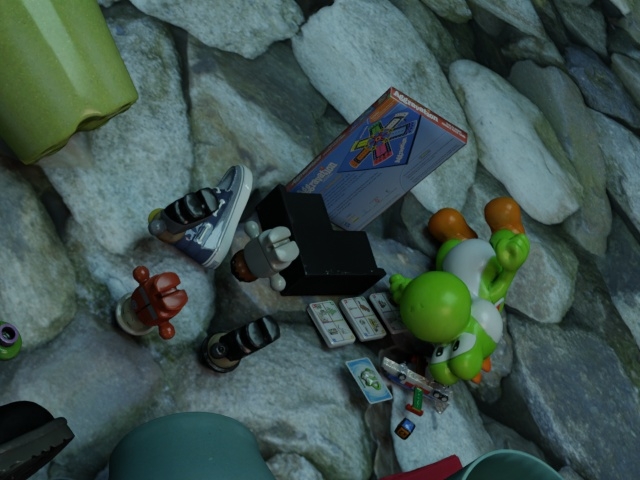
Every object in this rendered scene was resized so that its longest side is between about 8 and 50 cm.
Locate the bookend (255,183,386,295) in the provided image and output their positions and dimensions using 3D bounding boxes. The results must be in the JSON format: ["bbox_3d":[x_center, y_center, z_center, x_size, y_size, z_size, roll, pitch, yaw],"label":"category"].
[{"bbox_3d":[0.000,0.000,1.833,0.156,0.072,0.157,0,62,-37],"label":"bookend"}]

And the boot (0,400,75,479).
[{"bbox_3d":[-0.418,0.143,1.103,0.348,0.131,0.260,-14,71,-46],"label":"boot"}]

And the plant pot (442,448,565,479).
[{"bbox_3d":[0.191,0.442,1.513,0.293,0.235,0.293,26,48,-32],"label":"plant pot"}]

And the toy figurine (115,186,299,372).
[{"bbox_3d":[-0.151,0.054,1.597,0.213,0.148,0.209,24,61,-22],"label":"toy figurine"}]

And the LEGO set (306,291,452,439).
[{"bbox_3d":[0.096,0.194,1.815,0.182,0.060,0.244,-6,54,-43],"label":"LEGO set"}]

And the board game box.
[{"bbox_3d":[0.080,-0.116,1.831,0.145,0.281,0.027,28,46,-23],"label":"board game box"}]

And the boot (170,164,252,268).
[{"bbox_3d":[-0.161,-0.054,1.740,0.086,0.069,0.190,33,47,-22],"label":"boot"}]

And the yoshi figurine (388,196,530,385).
[{"bbox_3d":[0.219,0.058,1.888,0.203,0.203,0.362,21,42,-1],"label":"yoshi figurine"}]

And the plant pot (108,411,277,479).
[{"bbox_3d":[-0.142,0.347,1.353,0.272,0.271,0.255,19,35,-30],"label":"plant pot"}]

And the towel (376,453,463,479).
[{"bbox_3d":[0.187,0.452,1.708,0.199,0.031,0.275,-9,69,-45],"label":"towel"}]

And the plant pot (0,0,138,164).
[{"bbox_3d":[-0.379,-0.250,1.580,0.276,0.276,0.254,-38,100,-48],"label":"plant pot"}]

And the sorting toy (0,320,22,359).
[{"bbox_3d":[-0.400,0.119,1.437,0.102,0.042,0.061,0,62,-41],"label":"sorting toy"}]
